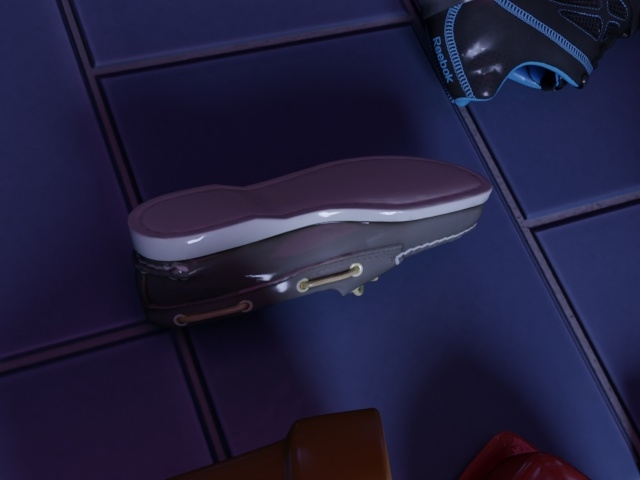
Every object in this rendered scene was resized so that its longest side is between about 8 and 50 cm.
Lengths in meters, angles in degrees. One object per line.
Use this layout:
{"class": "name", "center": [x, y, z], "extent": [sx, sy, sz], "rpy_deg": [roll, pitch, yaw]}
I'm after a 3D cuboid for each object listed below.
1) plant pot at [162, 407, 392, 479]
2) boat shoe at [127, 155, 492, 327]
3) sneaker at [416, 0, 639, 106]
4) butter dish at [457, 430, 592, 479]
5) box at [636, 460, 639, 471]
{"class": "plant pot", "center": [-0.044, 0.217, 0.605], "extent": [0.187, 0.205, 0.205], "rpy_deg": [-6, 62, 1]}
{"class": "boat shoe", "center": [-0.002, -0.002, 0.784], "extent": [0.304, 0.091, 0.109], "rpy_deg": [-11, 28, -21]}
{"class": "sneaker", "center": [0.247, -0.218, 0.969], "extent": [0.340, 0.125, 0.140], "rpy_deg": [-13, 93, -23]}
{"class": "butter dish", "center": [0.165, 0.222, 0.685], "extent": [0.160, 0.118, 0.160], "rpy_deg": [40, 60, 10]}
{"class": "box", "center": [0.310, 0.191, 0.776], "extent": [0.083, 0.052, 0.062], "rpy_deg": [-8, 65, -19]}
